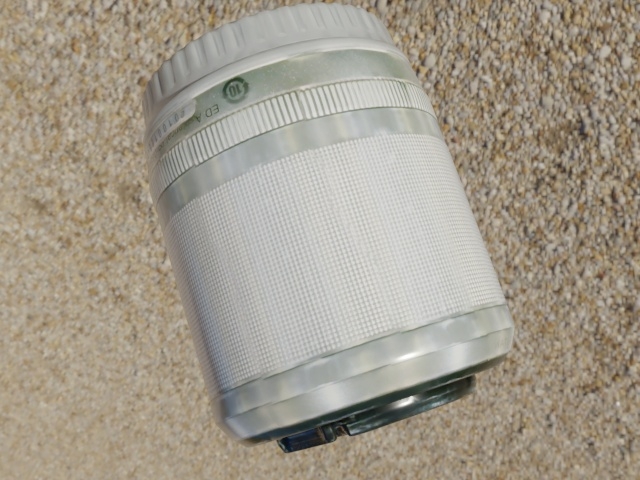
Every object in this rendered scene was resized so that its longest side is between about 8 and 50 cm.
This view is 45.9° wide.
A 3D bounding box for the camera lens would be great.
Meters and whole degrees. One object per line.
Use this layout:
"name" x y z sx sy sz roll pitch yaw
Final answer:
"camera lens" 0.000 0.000 0.555 0.219 0.219 0.274 -27 76 36
